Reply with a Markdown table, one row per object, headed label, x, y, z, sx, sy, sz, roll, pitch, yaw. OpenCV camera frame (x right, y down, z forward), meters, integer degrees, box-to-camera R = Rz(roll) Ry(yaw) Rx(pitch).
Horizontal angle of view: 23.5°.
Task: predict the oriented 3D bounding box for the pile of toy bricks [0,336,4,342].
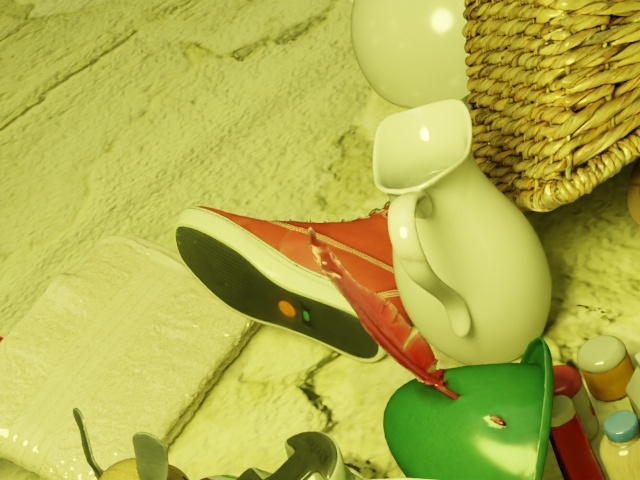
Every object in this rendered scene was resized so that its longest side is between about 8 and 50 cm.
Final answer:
| label | x | y | z | sx | sy | sz | roll | pitch | yaw |
| --- | --- | --- | --- | --- | --- | --- | --- | --- | --- |
| pile of toy bricks | -0.331 | 0.195 | 1.425 | 0.105 | 0.118 | 0.212 | -45 | 21 | 48 |

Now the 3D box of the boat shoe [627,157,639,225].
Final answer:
| label | x | y | z | sx | sy | sz | roll | pitch | yaw |
| --- | --- | --- | --- | --- | --- | --- | --- | --- | --- |
| boat shoe | 0.414 | -0.043 | 1.193 | 0.342 | 0.123 | 0.123 | -13 | 56 | 38 |

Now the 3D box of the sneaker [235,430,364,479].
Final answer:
| label | x | y | z | sx | sy | sz | roll | pitch | yaw |
| --- | --- | --- | --- | --- | --- | --- | --- | --- | --- |
| sneaker | -0.074 | 0.290 | 1.025 | 0.330 | 0.146 | 0.122 | -40 | 27 | -3 |

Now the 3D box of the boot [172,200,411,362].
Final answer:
| label | x | y | z | sx | sy | sz | roll | pitch | yaw |
| --- | --- | --- | --- | --- | --- | --- | --- | --- | --- |
| boot | 0.000 | 0.000 | 1.431 | 0.244 | 0.088 | 0.176 | 24 | 50 | 22 |

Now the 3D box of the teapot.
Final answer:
| label | x | y | z | sx | sy | sz | roll | pitch | yaw |
| --- | --- | --- | --- | --- | --- | --- | --- | --- | --- |
| teapot | 0.131 | -0.281 | 1.720 | 0.256 | 0.187 | 0.252 | -19 | 30 | 14 |

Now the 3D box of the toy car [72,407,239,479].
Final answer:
| label | x | y | z | sx | sy | sz | roll | pitch | yaw |
| --- | --- | --- | --- | --- | --- | --- | --- | --- | --- |
| toy car | -0.115 | 0.197 | 1.145 | 0.155 | 0.188 | 0.149 | 6 | 43 | 42 |

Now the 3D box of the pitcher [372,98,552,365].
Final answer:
| label | x | y | z | sx | sy | sz | roll | pitch | yaw |
| --- | --- | --- | --- | --- | --- | --- | --- | --- | --- |
| pitcher | 0.108 | 0.017 | 1.245 | 0.125 | 0.207 | 0.177 | -11 | 33 | 24 |

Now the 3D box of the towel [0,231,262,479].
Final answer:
| label | x | y | z | sx | sy | sz | roll | pitch | yaw |
| --- | --- | --- | --- | --- | --- | --- | --- | --- | --- |
| towel | -0.188 | 0.109 | 1.410 | 0.187 | 0.049 | 0.282 | 21 | 49 | 17 |

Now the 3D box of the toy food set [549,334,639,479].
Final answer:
| label | x | y | z | sx | sy | sz | roll | pitch | yaw |
| --- | --- | --- | --- | --- | --- | --- | --- | --- | --- |
| toy food set | 0.214 | 0.124 | 1.098 | 0.111 | 0.104 | 0.232 | -25 | 30 | 0 |

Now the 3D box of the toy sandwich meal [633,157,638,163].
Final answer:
| label | x | y | z | sx | sy | sz | roll | pitch | yaw |
| --- | --- | --- | --- | --- | --- | --- | --- | --- | --- |
| toy sandwich meal | 0.321 | -0.091 | 1.437 | 0.086 | 0.029 | 0.085 | -22 | 29 | 13 |

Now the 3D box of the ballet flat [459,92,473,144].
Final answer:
| label | x | y | z | sx | sy | sz | roll | pitch | yaw |
| --- | --- | --- | --- | --- | --- | --- | --- | --- | --- |
| ballet flat | 0.220 | -0.163 | 1.594 | 0.079 | 0.077 | 0.221 | 32 | 66 | 35 |

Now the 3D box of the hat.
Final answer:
| label | x | y | z | sx | sy | sz | roll | pitch | yaw |
| --- | --- | --- | --- | --- | --- | --- | --- | --- | --- |
| hat | 0.053 | 0.126 | 1.083 | 0.184 | 0.173 | 0.208 | 14 | 21 | -1 |

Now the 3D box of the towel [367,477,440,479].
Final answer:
| label | x | y | z | sx | sy | sz | roll | pitch | yaw |
| --- | --- | --- | --- | --- | --- | --- | --- | --- | --- |
| towel | 0.064 | 0.238 | 0.705 | 0.321 | 0.374 | 0.090 | 5 | 44 | -35 |

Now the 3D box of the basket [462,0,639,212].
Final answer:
| label | x | y | z | sx | sy | sz | roll | pitch | yaw |
| --- | --- | --- | --- | --- | --- | --- | --- | --- | --- |
| basket | 0.259 | -0.133 | 1.356 | 0.214 | 0.223 | 0.299 | -1 | -2 | -9 |
